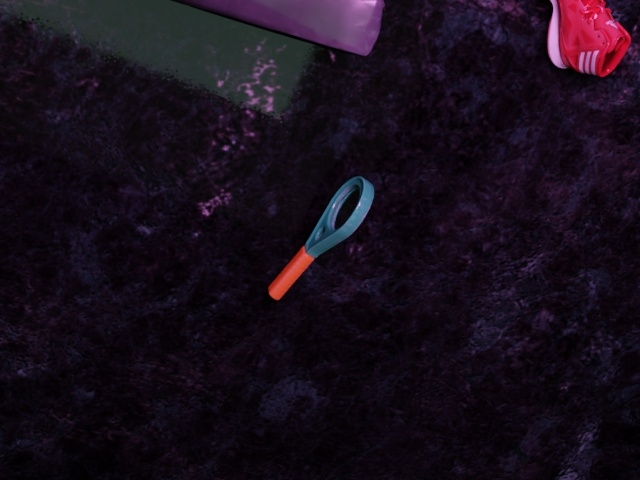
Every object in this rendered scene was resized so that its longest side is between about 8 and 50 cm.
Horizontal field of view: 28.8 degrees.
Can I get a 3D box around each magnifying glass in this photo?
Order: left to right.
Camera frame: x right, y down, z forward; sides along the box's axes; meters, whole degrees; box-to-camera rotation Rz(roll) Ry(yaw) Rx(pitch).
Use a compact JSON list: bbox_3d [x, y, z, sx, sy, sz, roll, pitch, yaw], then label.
[{"bbox_3d":[0.000,0.000,1.807,0.026,0.092,0.231,31,116,-25],"label":"magnifying glass"}]

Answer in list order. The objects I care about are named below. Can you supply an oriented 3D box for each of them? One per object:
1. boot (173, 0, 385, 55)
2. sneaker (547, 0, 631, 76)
[{"bbox_3d":[-0.096,-0.451,1.531,0.445,0.146,0.367,16,111,-13],"label":"boot"},{"bbox_3d":[0.367,-0.325,1.678,0.087,0.128,0.221,-30,125,-21],"label":"sneaker"}]
